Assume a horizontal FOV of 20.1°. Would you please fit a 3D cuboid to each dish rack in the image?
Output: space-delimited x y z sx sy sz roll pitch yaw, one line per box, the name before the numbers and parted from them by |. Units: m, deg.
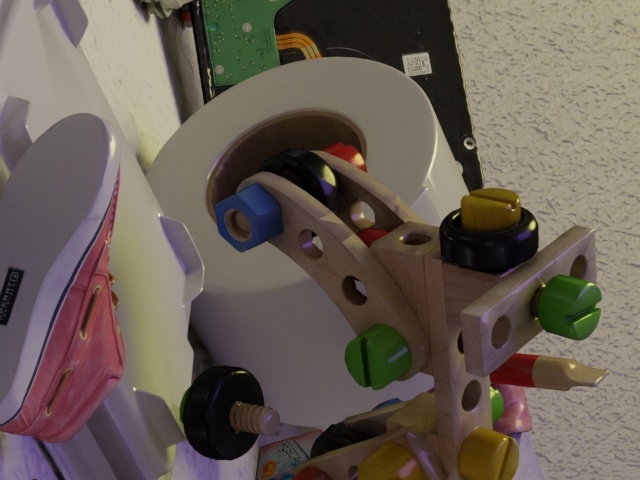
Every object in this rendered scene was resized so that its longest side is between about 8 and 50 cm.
dish rack | -0.154 -0.013 1.137 0.285 0.072 0.333 -91 162 -56

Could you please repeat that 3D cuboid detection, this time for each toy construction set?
toy construction set | 0.094 0.072 1.143 0.309 0.237 0.257 4 90 -53

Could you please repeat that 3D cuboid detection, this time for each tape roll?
tape roll | 0.000 0.000 1.409 0.246 0.246 0.169 -96 165 -45

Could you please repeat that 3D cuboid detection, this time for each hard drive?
hard drive | 0.006 -0.161 1.633 0.064 0.237 0.339 109 -29 -76

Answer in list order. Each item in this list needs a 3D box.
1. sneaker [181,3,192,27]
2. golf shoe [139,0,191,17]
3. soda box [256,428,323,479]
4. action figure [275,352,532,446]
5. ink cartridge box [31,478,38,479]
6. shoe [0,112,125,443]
sneaker | -0.108 -0.256 1.744 0.065 0.061 0.158 63 13 -16
golf shoe | -0.132 -0.284 1.601 0.069 0.086 0.176 41 32 -66
soda box | 0.005 0.253 1.531 0.063 0.058 0.183 -86 156 -61
action figure | 0.106 0.099 1.600 0.276 0.248 0.370 -62 -174 -16
ink cartridge box | -0.088 0.297 1.023 0.239 0.060 0.275 62 15 -47
shoe | -0.140 0.023 0.989 0.081 0.063 0.178 32 76 -57
